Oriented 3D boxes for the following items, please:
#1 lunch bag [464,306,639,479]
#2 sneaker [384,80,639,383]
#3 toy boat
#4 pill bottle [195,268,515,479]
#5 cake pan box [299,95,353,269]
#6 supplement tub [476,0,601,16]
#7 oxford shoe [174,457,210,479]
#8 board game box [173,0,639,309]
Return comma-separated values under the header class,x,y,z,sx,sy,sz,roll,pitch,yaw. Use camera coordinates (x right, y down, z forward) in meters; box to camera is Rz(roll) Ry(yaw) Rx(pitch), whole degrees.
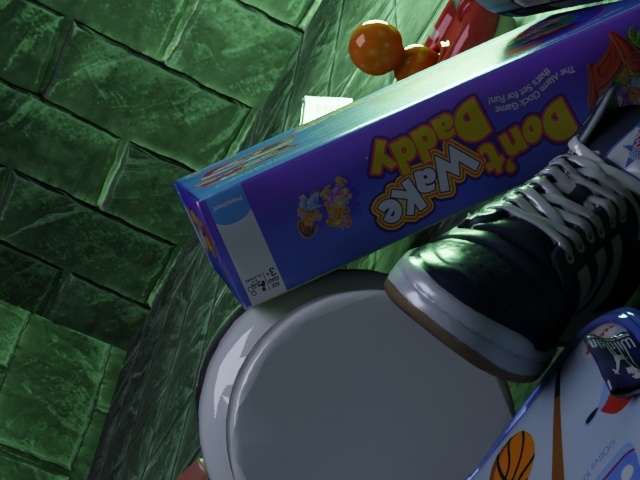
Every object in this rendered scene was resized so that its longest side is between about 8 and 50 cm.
class,x,y,z,sx,sy,sz,roll,pitch,yaw
lunch bag,0.132,0.190,0.551,0.303,0.115,0.243,-62,15,23
sneaker,0.143,-0.013,0.677,0.153,0.099,0.282,-57,-22,17
toy boat,0.099,-0.187,1.291,0.231,0.151,0.151,-60,13,25
pill bottle,0.012,0.123,0.863,0.361,0.204,0.204,148,145,-83
cake pan box,0.000,0.000,1.344,0.267,0.070,0.246,-86,-4,-60
supplement tub,0.193,-0.237,0.903,0.190,0.117,0.117,6,72,66
oxford shoe,-0.046,0.257,1.245,0.348,0.123,0.130,-51,45,45
board game box,0.072,-0.072,0.871,0.347,0.078,0.233,-24,10,-7
